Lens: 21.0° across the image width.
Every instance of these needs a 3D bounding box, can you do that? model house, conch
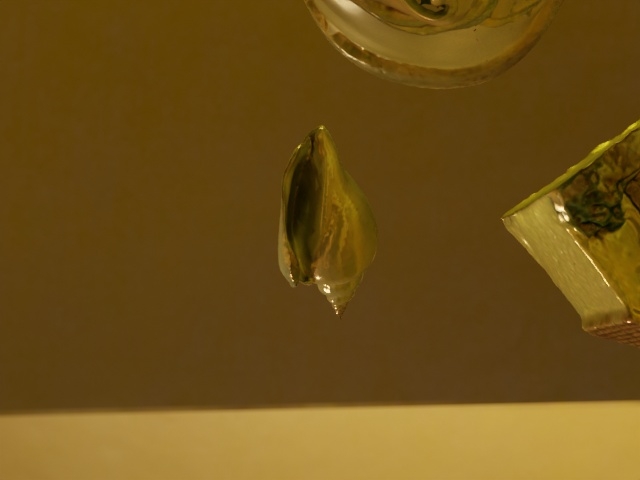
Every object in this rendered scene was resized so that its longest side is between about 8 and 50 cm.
[{"bbox_3d":[0.305,-0.014,1.485,0.189,0.214,0.195,56,-16,-1],"label":"model house"},{"bbox_3d":[-0.002,-0.004,1.308,0.065,0.088,0.180,39,-30,46],"label":"conch"}]

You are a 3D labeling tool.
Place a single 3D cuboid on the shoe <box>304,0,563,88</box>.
[{"bbox_3d":[0.025,-0.148,0.677,0.140,0.128,0.262,30,-32,16],"label":"shoe"}]
